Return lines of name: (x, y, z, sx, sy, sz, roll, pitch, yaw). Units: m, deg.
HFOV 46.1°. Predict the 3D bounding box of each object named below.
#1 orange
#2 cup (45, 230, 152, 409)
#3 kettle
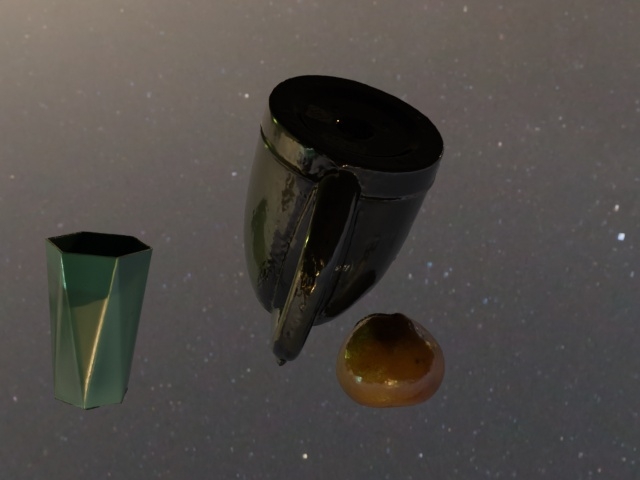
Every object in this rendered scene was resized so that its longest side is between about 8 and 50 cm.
orange: (0.099, 0.171, 1.070, 0.155, 0.154, 0.134, 1, -101, 8)
cup: (-0.327, 0.114, 1.094, 0.134, 0.235, 0.148, 15, -163, 26)
kettle: (0.000, 0.000, 0.975, 0.229, 0.324, 0.320, 16, -144, -4)
